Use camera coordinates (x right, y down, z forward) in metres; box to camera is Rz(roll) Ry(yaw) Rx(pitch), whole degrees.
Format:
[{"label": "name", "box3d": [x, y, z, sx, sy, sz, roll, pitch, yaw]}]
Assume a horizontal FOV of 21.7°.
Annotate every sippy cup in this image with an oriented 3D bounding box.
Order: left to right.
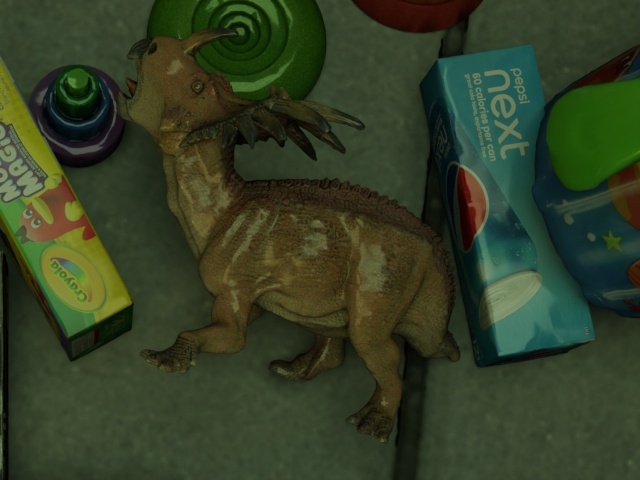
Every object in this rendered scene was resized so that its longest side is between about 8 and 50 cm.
[{"label": "sippy cup", "box3d": [0.269, -0.052, 1.074, 0.305, 0.224, 0.240, 44, 47, -28]}]

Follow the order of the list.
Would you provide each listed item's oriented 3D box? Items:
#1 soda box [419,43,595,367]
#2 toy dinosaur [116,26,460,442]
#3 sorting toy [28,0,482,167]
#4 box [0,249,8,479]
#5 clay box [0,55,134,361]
[{"label": "soda box", "box3d": [0.127, -0.023, 1.151, 0.071, 0.067, 0.210, -9, 80, -9]}, {"label": "toy dinosaur", "box3d": [0.000, 0.000, 1.059, 0.296, 0.127, 0.200, 21, 97, -21]}, {"label": "sorting toy", "box3d": [-0.030, -0.163, 1.128, 0.366, 0.126, 0.127, -28, 84, -12]}, {"label": "box", "box3d": [-0.353, 0.131, 1.053, 0.307, 0.076, 0.242, 0, 80, -8]}, {"label": "clay box", "box3d": [-0.194, -0.035, 1.080, 0.053, 0.127, 0.222, -29, 84, -12]}]
